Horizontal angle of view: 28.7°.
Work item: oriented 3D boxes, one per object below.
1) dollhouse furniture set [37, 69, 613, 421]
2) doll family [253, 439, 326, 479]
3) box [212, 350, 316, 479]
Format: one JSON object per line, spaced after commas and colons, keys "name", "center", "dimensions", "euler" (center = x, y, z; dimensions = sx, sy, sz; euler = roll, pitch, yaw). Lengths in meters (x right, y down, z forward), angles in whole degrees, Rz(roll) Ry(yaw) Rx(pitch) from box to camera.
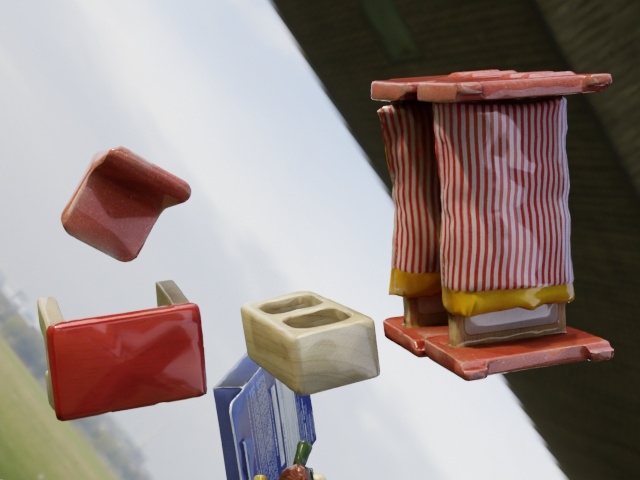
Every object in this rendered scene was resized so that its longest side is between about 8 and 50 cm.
{"name": "dollhouse furniture set", "center": [0.000, 0.000, 0.842], "dimensions": [0.152, 0.374, 0.201], "euler": [-161, -116, -67]}
{"name": "doll family", "center": [-0.036, 0.242, 0.900], "dimensions": [0.111, 0.076, 0.193], "euler": [63, 24, -73]}
{"name": "box", "center": [-0.055, 0.176, 1.201], "dimensions": [0.225, 0.036, 0.136], "euler": [-47, 131, -70]}
